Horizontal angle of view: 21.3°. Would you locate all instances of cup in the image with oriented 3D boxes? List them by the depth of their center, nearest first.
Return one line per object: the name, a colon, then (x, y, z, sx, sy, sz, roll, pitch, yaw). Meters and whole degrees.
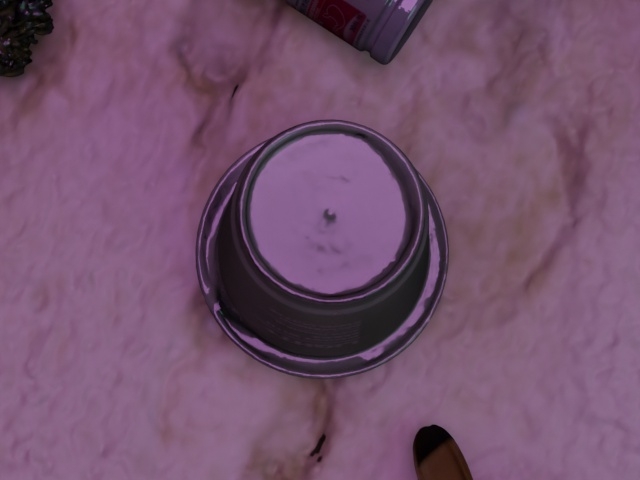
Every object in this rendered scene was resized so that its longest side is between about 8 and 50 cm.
cup: (0.000, 0.000, 0.755, 0.120, 0.141, 0.120, 0, 83, 1)

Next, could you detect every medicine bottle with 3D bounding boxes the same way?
medicine bottle: (0.009, -0.131, 0.807, 0.091, 0.058, 0.058, 33, 86, 3)

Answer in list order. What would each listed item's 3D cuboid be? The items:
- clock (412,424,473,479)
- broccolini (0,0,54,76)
clock: (0.092, 0.198, 0.774, 0.170, 0.069, 0.232, -39, 85, -3)
broccolini: (-0.219, -0.089, 0.800, 0.202, 0.068, 0.091, -28, 105, -2)
